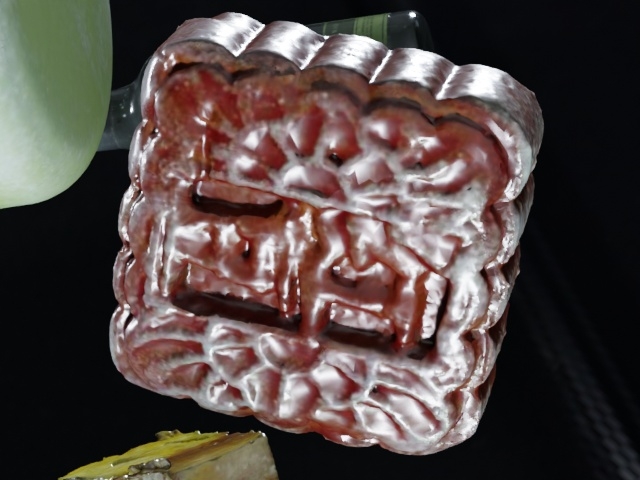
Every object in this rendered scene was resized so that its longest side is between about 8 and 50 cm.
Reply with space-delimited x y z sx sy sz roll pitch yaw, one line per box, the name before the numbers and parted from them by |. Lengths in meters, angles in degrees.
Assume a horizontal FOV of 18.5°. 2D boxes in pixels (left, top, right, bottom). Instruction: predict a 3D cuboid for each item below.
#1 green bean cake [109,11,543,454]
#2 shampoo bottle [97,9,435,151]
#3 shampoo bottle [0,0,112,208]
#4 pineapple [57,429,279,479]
green bean cake | 0.000 0.000 0.663 0.135 0.135 0.056 11 -158 6
shampoo bottle | -0.056 -0.100 1.439 0.284 0.101 0.101 -7 -131 10
shampoo bottle | -0.307 -0.136 1.221 0.317 0.322 0.322 -9 -130 10
pineapple | -0.081 0.203 1.343 0.114 0.186 0.236 -25 -133 -31
